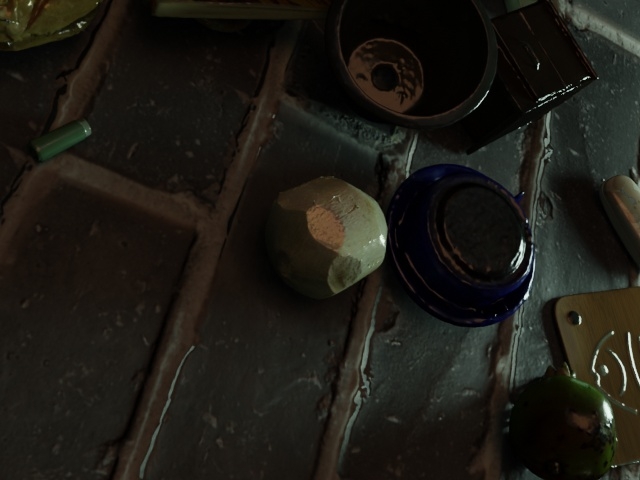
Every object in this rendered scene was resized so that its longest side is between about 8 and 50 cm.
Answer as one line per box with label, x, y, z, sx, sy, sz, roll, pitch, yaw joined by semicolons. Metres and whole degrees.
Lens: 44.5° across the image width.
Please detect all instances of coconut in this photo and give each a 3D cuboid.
coconut;-0.001;-0.003;1.075;0.162;0.161;0.161;-23;81;-40

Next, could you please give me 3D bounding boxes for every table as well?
table;0.316;-0.279;1.320;0.193;0.172;0.169;-27;84;-31

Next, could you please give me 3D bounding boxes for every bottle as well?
bottle;-0.344;-0.133;1.034;0.083;0.030;0.030;-37;89;-32

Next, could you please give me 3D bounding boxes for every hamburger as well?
hamburger;-0.430;-0.367;1.022;0.283;0.144;0.259;-17;82;-34

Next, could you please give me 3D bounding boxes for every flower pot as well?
flower pot;0.119;-0.279;1.216;0.269;0.166;0.269;3;80;-14

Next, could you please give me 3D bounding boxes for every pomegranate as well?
pomegranate;0.357;0.264;1.152;0.159;0.159;0.205;35;35;-10

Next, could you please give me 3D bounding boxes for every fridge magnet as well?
fridge magnet;0.222;0.002;1.201;0.265;0.112;0.265;8;67;-20

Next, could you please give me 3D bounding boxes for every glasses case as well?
glasses case;0.575;-0.025;1.415;0.081;0.051;0.204;-26;83;-32

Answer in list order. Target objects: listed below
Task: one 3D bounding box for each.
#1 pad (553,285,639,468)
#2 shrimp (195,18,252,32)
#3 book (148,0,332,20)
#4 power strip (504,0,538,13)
pad;0.531;0.220;1.321;0.284;0.018;0.286;-4;71;-26
shrimp;-0.186;-0.419;1.210;0.219;0.046;0.152;37;60;-9
book;-0.167;-0.511;1.219;0.300;0.039;0.428;-8;63;-28
power strip;0.380;-0.535;1.527;0.080;0.048;0.286;-3;71;-27
